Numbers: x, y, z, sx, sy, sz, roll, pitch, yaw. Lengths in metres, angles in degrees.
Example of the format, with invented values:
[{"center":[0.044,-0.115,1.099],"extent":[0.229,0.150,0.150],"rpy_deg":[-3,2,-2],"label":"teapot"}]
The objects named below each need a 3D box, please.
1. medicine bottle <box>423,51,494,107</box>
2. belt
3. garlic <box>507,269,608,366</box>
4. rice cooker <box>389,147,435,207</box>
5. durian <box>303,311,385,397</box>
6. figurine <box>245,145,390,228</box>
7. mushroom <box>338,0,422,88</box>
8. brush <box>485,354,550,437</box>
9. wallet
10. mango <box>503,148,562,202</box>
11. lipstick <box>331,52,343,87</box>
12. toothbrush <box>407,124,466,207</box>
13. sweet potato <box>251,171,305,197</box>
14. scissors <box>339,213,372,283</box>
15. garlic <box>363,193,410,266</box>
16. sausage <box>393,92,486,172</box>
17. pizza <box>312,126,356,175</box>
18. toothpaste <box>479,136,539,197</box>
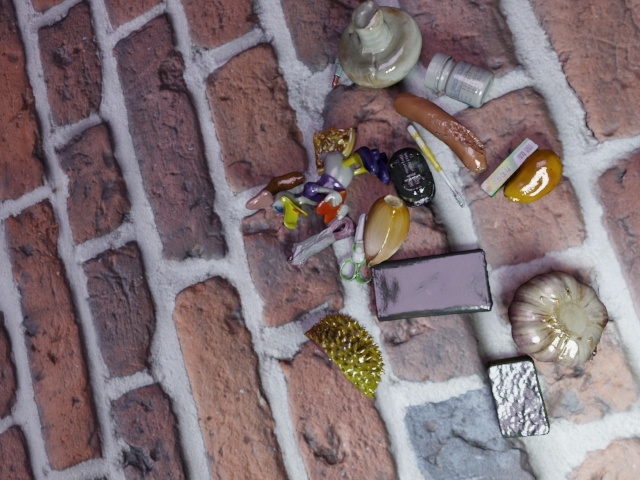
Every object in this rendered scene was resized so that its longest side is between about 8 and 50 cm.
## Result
[{"center":[0.380,-0.439,1.413],"extent":[0.168,0.105,0.105],"rpy_deg":[29,96,19],"label":"medicine bottle"},{"center":[0.000,0.000,1.542],"extent":[0.231,0.053,0.071],"rpy_deg":[-32,73,12],"label":"belt"},{"center":[0.569,0.192,1.270],"extent":[0.244,0.160,0.245],"rpy_deg":[2,81,-14],"label":"garlic"},{"center":[0.254,-0.177,1.437],"extent":[0.112,0.106,0.166],"rpy_deg":[-23,65,9],"label":"rice cooker"},{"center":[0.074,0.317,1.441],"extent":[0.260,0.186,0.154],"rpy_deg":[37,105,5],"label":"durian"},{"center":[-0.004,-0.153,1.482],"extent":[0.420,0.154,0.193],"rpy_deg":[-33,63,12],"label":"figurine"},{"center":[0.154,-0.558,1.441],"extent":[0.243,0.243,0.244],"rpy_deg":[-2,85,20],"label":"mushroom"},{"center":[0.505,0.403,1.322],"extent":[0.123,0.059,0.198],"rpy_deg":[-14,81,20],"label":"brush"},{"center":[0.303,0.126,1.428],"extent":[0.320,0.044,0.171],"rpy_deg":[-8,84,16],"label":"wallet"},{"center":[0.557,-0.162,1.342],"extent":[0.105,0.084,0.159],"rpy_deg":[43,121,2],"label":"mango"},{"center":[0.059,-0.528,1.574],"extent":[0.030,0.030,0.130],"rpy_deg":[18,92,20],"label":"lipstick"},{"center":[0.326,-0.213,1.455],"extent":[0.021,0.024,0.288],"rpy_deg":[-35,75,15],"label":"toothbrush"},{"center":[-0.134,-0.170,1.604],"extent":[0.194,0.056,0.057],"rpy_deg":[-20,79,22],"label":"sweet potato"},{"center":[0.117,0.023,1.510],"extent":[0.100,0.027,0.205],"rpy_deg":[9,89,16],"label":"scissors"},{"center":[0.186,-0.025,1.450],"extent":[0.115,0.128,0.207],"rpy_deg":[14,98,-23],"label":"garlic"},{"center":[0.339,-0.310,1.430],"extent":[0.326,0.079,0.087],"rpy_deg":[44,130,19],"label":"sausage"},{"center":[0.025,-0.281,1.558],"extent":[0.134,0.046,0.175],"rpy_deg":[33,97,19],"label":"pizza"},{"center":[0.505,-0.195,1.383],"extent":[0.043,0.037,0.178],"rpy_deg":[46,101,18],"label":"toothpaste"}]
